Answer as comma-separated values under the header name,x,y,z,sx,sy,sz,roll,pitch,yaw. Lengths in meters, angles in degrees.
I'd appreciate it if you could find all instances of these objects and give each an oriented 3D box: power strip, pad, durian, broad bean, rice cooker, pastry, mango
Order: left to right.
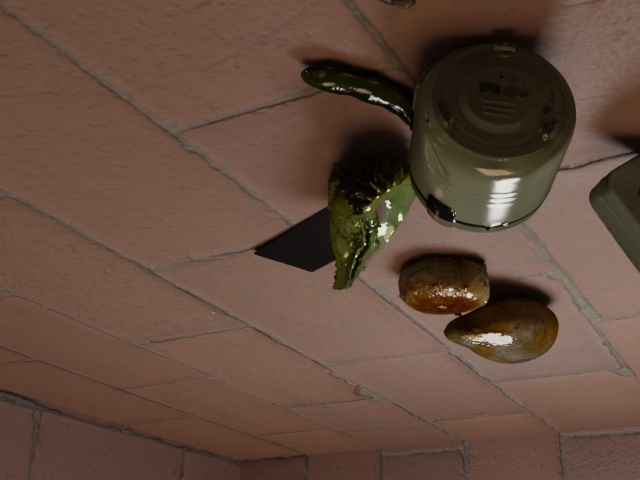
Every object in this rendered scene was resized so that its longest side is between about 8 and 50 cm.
name,x,y,z,sx,sy,sz,roll,pitch,yaw
pad,0.000,0.001,1.701,0.159,0.009,0.265,20,148,-33
broad bean,0.074,-0.210,1.211,0.227,0.039,0.069,20,155,-35
durian,0.089,-0.036,1.424,0.158,0.169,0.352,4,154,-4
pastry,0.268,0.105,1.807,0.192,0.093,0.182,2,157,-2
rice cooker,0.230,-0.139,1.160,0.226,0.226,0.244,-1,153,5
mango,0.423,0.205,1.934,0.316,0.146,0.193,10,146,-35
power strip,0.590,-0.045,1.342,0.261,0.229,0.141,-29,166,-18

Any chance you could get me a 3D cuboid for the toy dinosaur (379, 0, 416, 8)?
name,x,y,z,sx,sy,sz,roll,pitch,yaw
toy dinosaur,0.104,-0.333,0.901,0.162,0.077,0.294,-4,155,11
